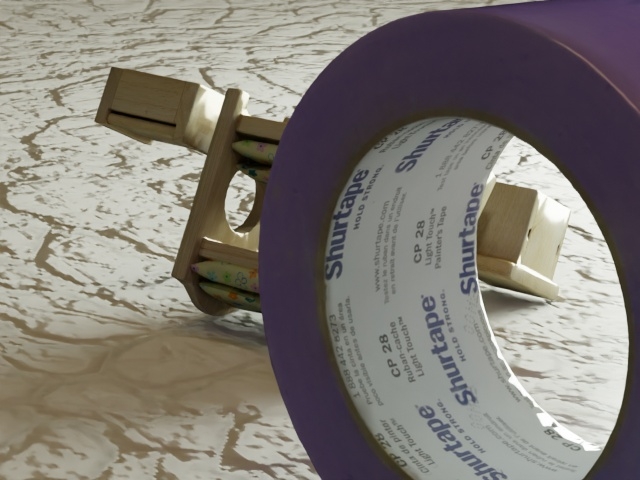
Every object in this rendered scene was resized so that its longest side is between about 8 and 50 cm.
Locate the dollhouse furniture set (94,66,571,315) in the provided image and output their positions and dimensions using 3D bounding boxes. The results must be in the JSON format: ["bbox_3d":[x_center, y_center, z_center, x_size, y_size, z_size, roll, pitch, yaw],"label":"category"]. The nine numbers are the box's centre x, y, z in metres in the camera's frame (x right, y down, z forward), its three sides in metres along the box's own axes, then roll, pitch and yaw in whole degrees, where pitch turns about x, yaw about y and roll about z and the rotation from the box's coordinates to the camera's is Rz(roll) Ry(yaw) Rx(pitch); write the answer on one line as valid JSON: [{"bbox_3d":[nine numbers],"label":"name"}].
[{"bbox_3d":[0.000,0.000,0.870,0.182,0.101,0.161,13,-6,34],"label":"dollhouse furniture set"}]

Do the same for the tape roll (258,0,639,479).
[{"bbox_3d":[0.071,0.018,0.579,0.080,0.189,0.189,-11,21,-42],"label":"tape roll"}]
